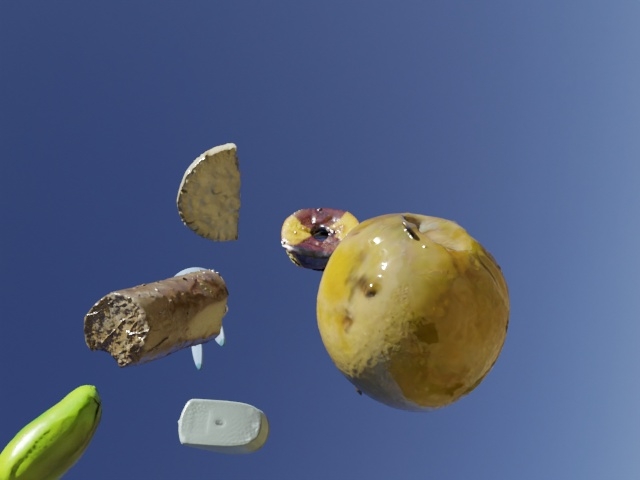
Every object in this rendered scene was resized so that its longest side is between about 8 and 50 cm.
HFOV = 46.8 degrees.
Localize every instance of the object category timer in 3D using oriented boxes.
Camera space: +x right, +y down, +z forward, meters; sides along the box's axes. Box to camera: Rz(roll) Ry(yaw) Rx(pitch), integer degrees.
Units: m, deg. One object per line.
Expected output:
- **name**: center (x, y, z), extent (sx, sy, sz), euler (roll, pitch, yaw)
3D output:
- **timer**: center (-0.300, 0.187, 1.937), extent (0.175, 0.255, 0.175), euler (-33, -18, -12)

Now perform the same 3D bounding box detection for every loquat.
- **loquat**: center (0.108, 0.090, 0.892), extent (0.244, 0.243, 0.244), euler (-12, -76, -56)

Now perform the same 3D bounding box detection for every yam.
- **yam**: center (-0.261, 0.126, 1.220), extent (0.238, 0.128, 0.129), euler (-9, -100, -59)

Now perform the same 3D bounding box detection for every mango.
- **mango**: center (-0.464, 0.351, 1.285), extent (0.111, 0.125, 0.233), euler (49, -128, -15)

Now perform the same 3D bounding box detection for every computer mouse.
- **computer mouse**: center (-0.243, 0.472, 1.865), extent (0.079, 0.230, 0.128), euler (97, -179, -54)

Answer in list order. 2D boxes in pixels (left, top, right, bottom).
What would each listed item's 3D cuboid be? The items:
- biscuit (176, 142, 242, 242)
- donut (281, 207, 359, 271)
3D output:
- **biscuit**: center (-0.278, -0.102, 1.888), extent (0.179, 0.084, 0.281), euler (-17, -50, -20)
- **donut**: center (0.000, 0.000, 1.283), extent (0.140, 0.140, 0.059), euler (-55, -28, -38)
